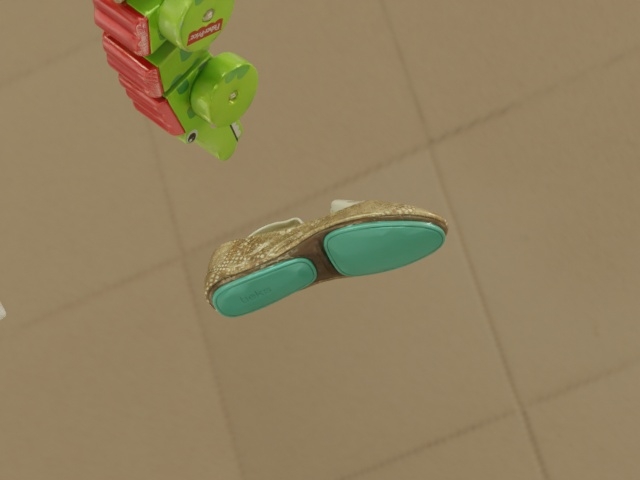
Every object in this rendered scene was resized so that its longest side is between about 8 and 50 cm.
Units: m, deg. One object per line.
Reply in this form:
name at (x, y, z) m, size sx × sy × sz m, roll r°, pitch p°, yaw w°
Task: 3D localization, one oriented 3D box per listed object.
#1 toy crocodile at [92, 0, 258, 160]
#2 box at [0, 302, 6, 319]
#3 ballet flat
toy crocodile at (-0.135, -0.163, 1.362) m, size 0.115 × 0.340 × 0.105 m, roll 37°, pitch 75°, yaw 21°
box at (-0.528, 0.077, 1.616) m, size 0.345 × 0.215 × 0.168 m, roll -38°, pitch 40°, yaw -6°
ballet flat at (0.000, 0.000, 1.324) m, size 0.206 × 0.073 × 0.067 m, roll -16°, pitch 46°, yaw 4°
